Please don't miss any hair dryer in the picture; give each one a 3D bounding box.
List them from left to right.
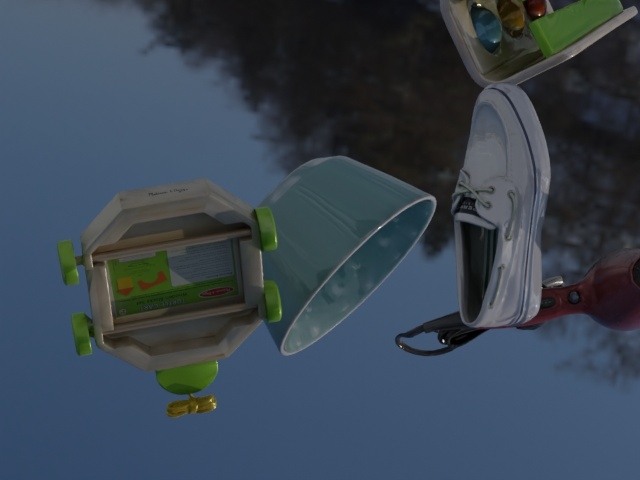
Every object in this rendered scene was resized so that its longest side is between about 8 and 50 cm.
[{"bbox_3d":[0.237,0.071,1.682,0.224,0.080,0.293,-15,172,-43],"label":"hair dryer"}]

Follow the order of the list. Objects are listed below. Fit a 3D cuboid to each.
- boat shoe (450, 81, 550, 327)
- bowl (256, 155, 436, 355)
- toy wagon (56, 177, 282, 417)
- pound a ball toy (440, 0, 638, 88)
[{"bbox_3d":[0.158,-0.029,1.559,0.076,0.226,0.083,-11,-172,-36],"label":"boat shoe"},{"bbox_3d":[0.000,0.000,2.445,0.163,0.311,0.311,43,-159,13],"label":"bowl"},{"bbox_3d":[-0.185,0.079,2.180,0.267,0.344,0.068,-9,-141,-8],"label":"toy wagon"},{"bbox_3d":[0.221,-0.295,1.865,0.136,0.208,0.319,-23,-173,29],"label":"pound a ball toy"}]
